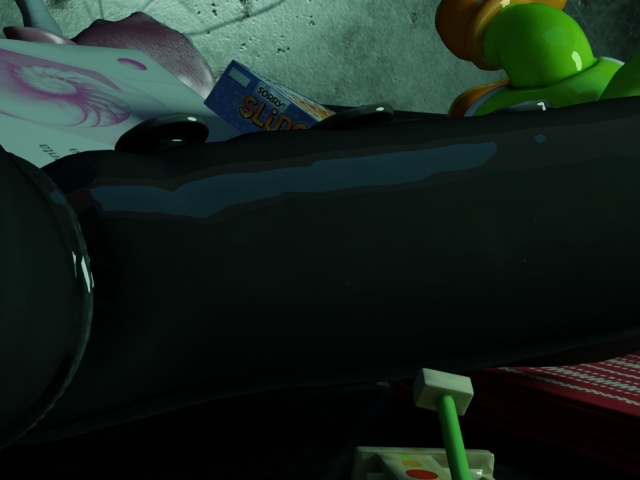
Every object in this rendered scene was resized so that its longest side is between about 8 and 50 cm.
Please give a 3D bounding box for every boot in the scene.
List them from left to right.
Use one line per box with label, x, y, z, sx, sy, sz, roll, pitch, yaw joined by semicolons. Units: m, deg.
boot;-0.001;0.000;0.570;0.445;0.146;0.367;-2;-7;-23

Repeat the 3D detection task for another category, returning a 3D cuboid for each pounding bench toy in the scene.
pounding bench toy;0.043;0.091;0.533;0.052;0.083;0.065;4;8;-13

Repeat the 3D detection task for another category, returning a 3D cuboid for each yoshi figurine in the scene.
yoshi figurine;0.229;-0.067;1.019;0.203;0.203;0.362;19;19;-34

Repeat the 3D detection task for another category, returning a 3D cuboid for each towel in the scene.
towel;0.194;0.086;0.843;0.275;0.031;0.199;0;8;-42

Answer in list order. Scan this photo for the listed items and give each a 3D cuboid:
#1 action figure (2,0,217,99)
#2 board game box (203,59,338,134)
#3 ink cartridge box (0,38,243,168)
action figure;-0.246;-0.072;1.290;0.276;0.248;0.370;48;26;-2
board game box;0.023;-0.048;0.999;0.136;0.035;0.201;37;8;20
ink cartridge box;-0.147;-0.027;0.895;0.330;0.071;0.324;-2;32;-47
